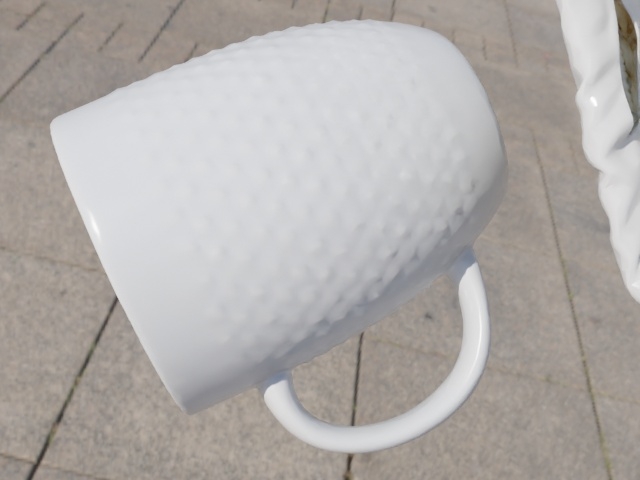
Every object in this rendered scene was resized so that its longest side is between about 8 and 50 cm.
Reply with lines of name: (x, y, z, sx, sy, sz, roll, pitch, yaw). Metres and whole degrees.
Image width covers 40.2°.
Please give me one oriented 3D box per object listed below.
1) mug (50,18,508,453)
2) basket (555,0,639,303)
mug: (0.000, 0.000, 0.759, 0.328, 0.276, 0.374, -25, 84, -7)
basket: (0.338, -0.162, 0.538, 0.331, 0.328, 0.266, -10, 11, 30)
